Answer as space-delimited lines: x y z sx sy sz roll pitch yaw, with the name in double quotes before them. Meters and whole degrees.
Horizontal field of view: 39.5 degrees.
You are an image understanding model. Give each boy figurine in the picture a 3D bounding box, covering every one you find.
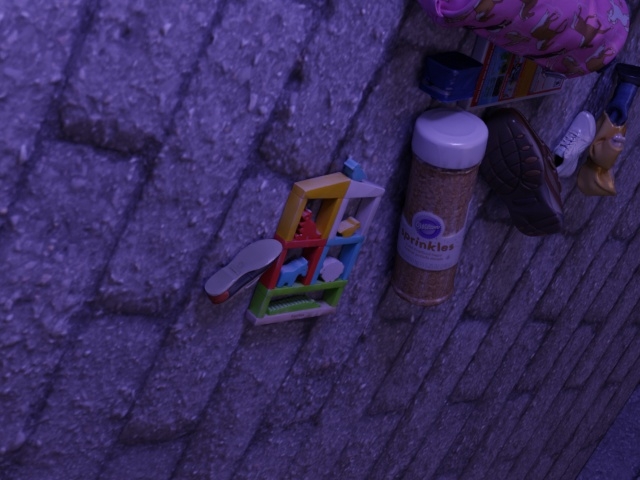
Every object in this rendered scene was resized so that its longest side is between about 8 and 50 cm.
"boy figurine" 0.608 -0.216 1.846 0.177 0.092 0.285 -62 164 -64

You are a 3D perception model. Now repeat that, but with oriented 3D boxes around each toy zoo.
"toy zoo" 0.000 0.000 1.448 0.192 0.030 0.293 -5 124 -46

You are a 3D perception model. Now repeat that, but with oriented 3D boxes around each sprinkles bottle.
"sprinkles bottle" 0.201 -0.051 1.549 0.121 0.121 0.355 -25 137 -32

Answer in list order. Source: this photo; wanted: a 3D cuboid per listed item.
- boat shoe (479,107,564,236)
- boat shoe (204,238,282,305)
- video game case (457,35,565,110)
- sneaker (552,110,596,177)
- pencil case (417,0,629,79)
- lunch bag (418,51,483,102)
"boat shoe" 0.386 -0.142 1.701 0.324 0.123 0.116 58 40 -44
"boat shoe" -0.114 0.048 1.349 0.137 0.049 0.043 -37 146 -15
"video game case" 0.366 -0.340 1.559 0.285 0.025 0.204 -17 132 -39
"sneaker" 0.515 -0.194 1.830 0.061 0.053 0.152 -6 126 -42
"pencil case" 0.306 -0.358 1.334 0.386 0.160 0.167 10 74 -44
"lunch bag" 0.204 -0.255 1.417 0.098 0.067 0.065 -17 132 -38
